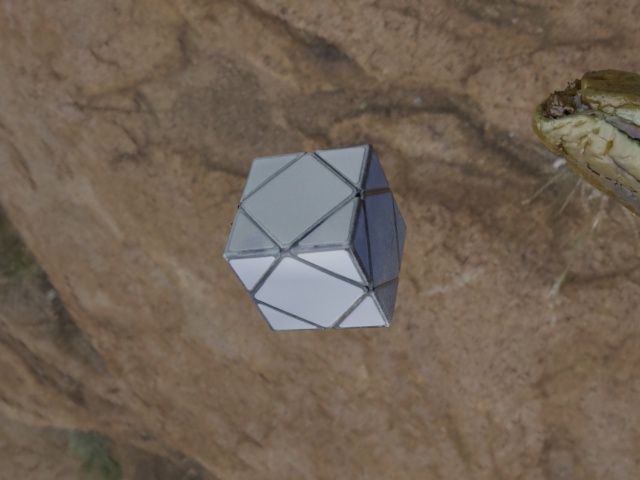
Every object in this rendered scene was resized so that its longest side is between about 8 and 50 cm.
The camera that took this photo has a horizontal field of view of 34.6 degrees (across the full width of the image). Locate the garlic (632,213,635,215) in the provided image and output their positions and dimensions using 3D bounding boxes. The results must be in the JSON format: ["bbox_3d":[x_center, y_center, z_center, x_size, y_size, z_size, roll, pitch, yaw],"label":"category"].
[{"bbox_3d":[0.477,-0.110,1.297,0.128,0.115,0.206,33,111,-16],"label":"garlic"}]

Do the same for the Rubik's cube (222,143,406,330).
[{"bbox_3d":[0.000,0.000,1.563,0.207,0.205,0.205,-3,140,22],"label":"Rubik's cube"}]

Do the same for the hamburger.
[{"bbox_3d":[0.319,-0.092,1.015,0.206,0.183,0.130,26,117,30],"label":"hamburger"}]
